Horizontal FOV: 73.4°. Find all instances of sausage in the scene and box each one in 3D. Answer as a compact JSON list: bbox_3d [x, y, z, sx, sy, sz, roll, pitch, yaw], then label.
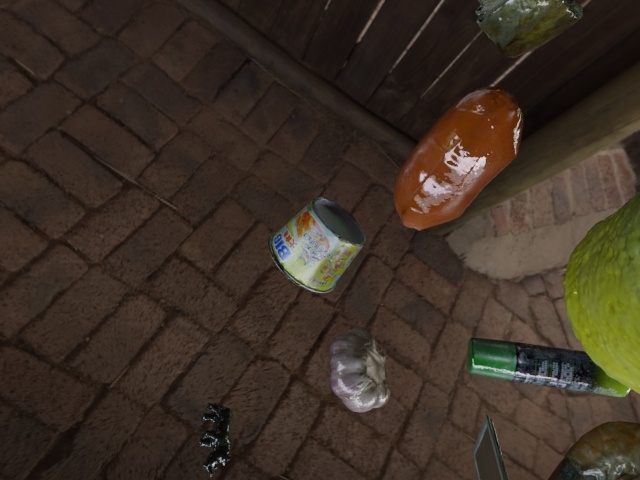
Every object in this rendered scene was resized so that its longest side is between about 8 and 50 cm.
[{"bbox_3d":[0.207,-0.122,0.676,0.133,0.258,0.133,22,39,-19],"label":"sausage"}]

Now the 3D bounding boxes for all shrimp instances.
[{"bbox_3d":[0.566,0.575,0.889,0.085,0.272,0.445,35,104,-11],"label":"shrimp"}]

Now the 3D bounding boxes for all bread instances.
[{"bbox_3d":[0.563,0.052,0.609,0.349,0.307,0.347,-6,63,12],"label":"bread"}]

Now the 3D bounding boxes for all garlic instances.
[{"bbox_3d":[0.073,0.260,0.856,0.147,0.102,0.159,-17,83,-54],"label":"garlic"}]

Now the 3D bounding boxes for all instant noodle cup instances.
[{"bbox_3d":[0.000,0.000,1.014,0.205,0.153,0.205,33,25,-17],"label":"instant noodle cup"}]

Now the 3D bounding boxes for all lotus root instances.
[{"bbox_3d":[0.363,-0.409,0.750,0.138,0.119,0.234,43,44,-11],"label":"lotus root"}]

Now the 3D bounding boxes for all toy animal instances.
[{"bbox_3d":[-0.205,0.395,0.851,0.065,0.047,0.135,19,36,-20],"label":"toy animal"}]

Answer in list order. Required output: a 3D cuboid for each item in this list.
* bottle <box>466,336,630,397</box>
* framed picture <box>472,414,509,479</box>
[{"bbox_3d":[0.517,0.290,0.997,0.330,0.093,0.093,5,64,12],"label":"bottle"},{"bbox_3d":[0.399,0.563,0.984,0.018,0.293,0.231,-7,49,7],"label":"framed picture"}]
